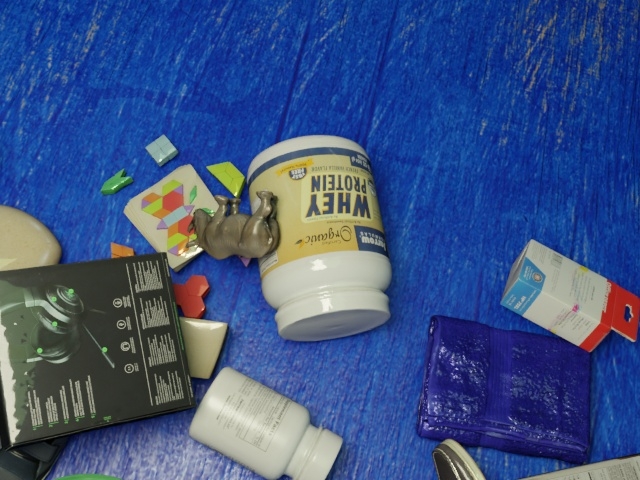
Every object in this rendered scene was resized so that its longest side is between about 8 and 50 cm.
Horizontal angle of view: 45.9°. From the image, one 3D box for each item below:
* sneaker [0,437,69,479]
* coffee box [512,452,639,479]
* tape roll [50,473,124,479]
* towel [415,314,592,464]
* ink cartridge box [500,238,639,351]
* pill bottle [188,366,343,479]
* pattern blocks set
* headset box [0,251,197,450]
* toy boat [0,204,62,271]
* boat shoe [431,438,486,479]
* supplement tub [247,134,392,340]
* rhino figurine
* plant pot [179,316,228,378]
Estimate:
[{"bbox_3d":[-0.442,0.269,1.209,0.126,0.127,0.321,31,68,-12],"label":"sneaker"},{"bbox_3d":[0.443,0.430,1.242,0.297,0.168,0.118,-9,70,-10],"label":"coffee box"},{"bbox_3d":[-0.365,0.524,1.152,0.321,0.077,0.321,2,68,-6],"label":"tape roll"},{"bbox_3d":[0.333,0.261,1.345,0.308,0.076,0.227,11,68,-3],"label":"towel"},{"bbox_3d":[0.463,0.111,1.395,0.231,0.078,0.134,29,42,5],"label":"ink cartridge box"},{"bbox_3d":[-0.087,0.315,1.240,0.229,0.131,0.131,27,68,4],"label":"pill bottle"},{"bbox_3d":[-0.259,-0.041,1.387,0.325,0.026,0.285,38,75,18],"label":"pattern blocks set"},{"bbox_3d":[-0.358,0.163,1.128,0.283,0.131,0.246,-8,77,-29],"label":"headset box"},{"bbox_3d":[-0.594,-0.027,1.315,0.268,0.148,0.318,-1,72,-23],"label":"toy boat"},{"bbox_3d":[0.241,0.472,1.237,0.092,0.103,0.285,-16,77,-18],"label":"boat shoe"},{"bbox_3d":[0.000,0.000,1.325,0.228,0.228,0.316,-6,69,-10],"label":"supplement tub"},{"bbox_3d":[-0.156,-0.021,1.269,0.073,0.243,0.106,6,83,-45],"label":"rhino figurine"},{"bbox_3d":[-0.218,0.185,1.295,0.109,0.109,0.096,8,79,-4],"label":"plant pot"}]
